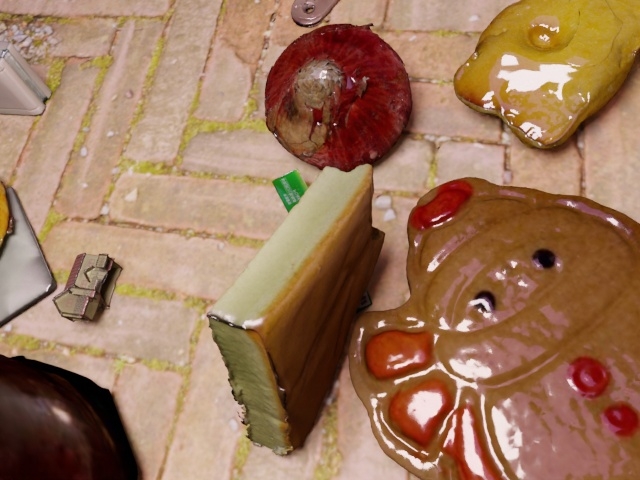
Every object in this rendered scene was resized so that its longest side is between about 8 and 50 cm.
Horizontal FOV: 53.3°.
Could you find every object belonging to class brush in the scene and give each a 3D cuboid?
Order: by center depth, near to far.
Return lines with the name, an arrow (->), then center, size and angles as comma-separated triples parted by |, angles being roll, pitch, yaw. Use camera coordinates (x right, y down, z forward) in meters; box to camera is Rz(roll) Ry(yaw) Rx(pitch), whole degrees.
brush -> 0.064, -0.420, 0.886 | 0.072, 0.067, 0.313 | 39, 80, 25

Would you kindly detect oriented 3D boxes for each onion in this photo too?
onion -> 0.015, -0.173, 0.732 | 0.184, 0.147, 0.184 | -2, 79, 13

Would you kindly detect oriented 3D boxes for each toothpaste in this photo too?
toothpaste -> 0.000, 0.000, 0.710 | 0.037, 0.043, 0.178 | -27, 62, -4

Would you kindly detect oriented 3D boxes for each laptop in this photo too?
laptop -> -0.476, 0.065, 0.805 | 0.269, 0.015, 0.188 | -34, 62, -4

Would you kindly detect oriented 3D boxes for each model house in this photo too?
model house -> -0.277, 0.055, 0.741 | 0.058, 0.057, 0.083 | 9, 69, 12

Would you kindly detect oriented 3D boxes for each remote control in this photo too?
remote control -> -0.534, -0.235, 0.912 | 0.277, 0.103, 0.055 | 6, 64, 16

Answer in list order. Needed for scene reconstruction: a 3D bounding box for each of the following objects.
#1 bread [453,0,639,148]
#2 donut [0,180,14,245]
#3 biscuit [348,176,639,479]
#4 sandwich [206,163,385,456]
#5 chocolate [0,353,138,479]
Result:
bread -> 0.271, -0.210, 0.725 | 0.233, 0.088, 0.161 | -45, 59, -7
donut -> -0.466, -0.028, 0.799 | 0.146, 0.078, 0.181 | -18, 62, 8
biscuit -> 0.206, 0.096, 0.609 | 0.359, 0.074, 0.381 | -32, 65, -5
sandwich -> -0.001, 0.067, 0.597 | 0.063, 0.245, 0.212 | 24, 57, 20
chocolate -> -0.389, 0.235, 0.515 | 0.383, 0.331, 0.384 | -9, 59, 15
